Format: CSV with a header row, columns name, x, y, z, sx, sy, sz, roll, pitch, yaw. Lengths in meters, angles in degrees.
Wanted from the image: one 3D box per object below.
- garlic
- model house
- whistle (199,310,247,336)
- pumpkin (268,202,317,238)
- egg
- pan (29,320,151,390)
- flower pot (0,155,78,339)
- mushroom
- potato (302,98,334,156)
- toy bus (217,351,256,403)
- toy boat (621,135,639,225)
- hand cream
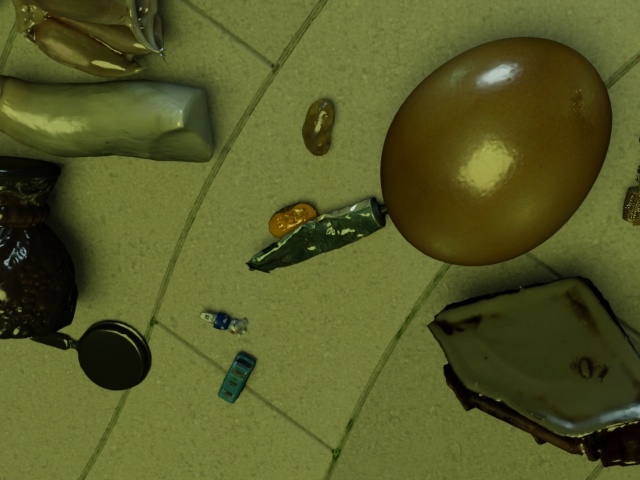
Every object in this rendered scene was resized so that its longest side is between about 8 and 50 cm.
name,x,y,z,sx,sy,sz,roll,pitch,yaw
garlic,-0.351,-0.362,1.580,0.291,0.210,0.238,9,105,20
model house,0.362,0.235,1.598,0.317,0.297,0.282,-17,148,14
whistle,-0.165,0.138,1.802,0.083,0.029,0.033,20,104,-4
pumpkin,-0.044,-0.036,1.711,0.083,0.028,0.050,-21,120,12
egg,0.241,-0.123,1.474,0.351,0.282,0.282,-41,96,20
pan,-0.416,0.197,1.885,0.235,0.028,0.136,13,111,9
flower pot,-0.529,0.002,1.730,0.266,0.266,0.267,6,101,11
mushroom,-0.367,-0.196,1.660,0.396,0.177,0.126,4,82,13
potato,-0.004,-0.175,1.645,0.046,0.045,0.092,-2,116,-24
toy bus,-0.145,0.236,1.823,0.038,0.046,0.083,28,114,2
toy boat,0.478,-0.092,1.554,0.048,0.047,0.149,10,112,10
hand cream,0.000,0.000,1.695,0.247,0.052,0.075,-26,139,16
